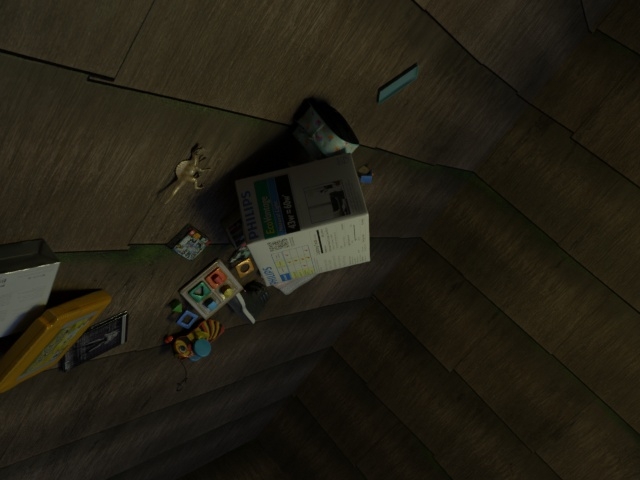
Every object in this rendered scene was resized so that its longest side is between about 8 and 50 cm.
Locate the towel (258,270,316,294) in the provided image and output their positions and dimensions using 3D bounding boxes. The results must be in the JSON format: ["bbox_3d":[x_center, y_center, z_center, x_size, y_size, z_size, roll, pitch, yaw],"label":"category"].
[{"bbox_3d":[-0.070,0.099,2.448,0.332,0.053,0.317,-33,156,1],"label":"towel"}]

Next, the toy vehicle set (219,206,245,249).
[{"bbox_3d":[-0.211,-0.096,1.964,0.267,0.035,0.166,-40,158,-13],"label":"toy vehicle set"}]

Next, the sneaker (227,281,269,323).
[{"bbox_3d":[-0.295,0.206,2.293,0.147,0.104,0.296,-57,152,-22],"label":"sneaker"}]

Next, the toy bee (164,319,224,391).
[{"bbox_3d":[-0.498,0.392,2.196,0.195,0.162,0.298,-38,-166,26],"label":"toy bee"}]

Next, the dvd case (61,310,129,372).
[{"bbox_3d":[-0.715,0.320,1.833,0.221,0.018,0.164,-26,150,-38],"label":"dvd case"}]

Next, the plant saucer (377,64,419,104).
[{"bbox_3d":[0.271,-0.552,2.037,0.192,0.018,0.067,-38,157,-19],"label":"plant saucer"}]

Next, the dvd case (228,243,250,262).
[{"bbox_3d":[-0.277,0.032,2.106,0.119,0.013,0.087,-54,156,20],"label":"dvd case"}]

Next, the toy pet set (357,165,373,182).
[{"bbox_3d":[0.188,-0.251,2.359,0.122,0.065,0.114,-36,157,-23],"label":"toy pet set"}]

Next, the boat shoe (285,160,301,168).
[{"bbox_3d":[-0.063,-0.214,1.955,0.069,0.081,0.227,-54,160,10],"label":"boat shoe"}]

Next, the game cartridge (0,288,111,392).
[{"bbox_3d":[-0.722,0.269,1.534,0.285,0.052,0.324,-47,-178,6],"label":"game cartridge"}]

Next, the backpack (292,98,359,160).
[{"bbox_3d":[0.021,-0.321,1.770,0.144,0.188,0.166,-53,158,20],"label":"backpack"}]

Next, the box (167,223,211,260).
[{"bbox_3d":[-0.409,0.008,1.809,0.094,0.027,0.137,-45,158,-2],"label":"box"}]

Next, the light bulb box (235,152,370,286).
[{"bbox_3d":[-0.044,-0.053,1.807,0.361,0.225,0.358,-13,155,-1],"label":"light bulb box"}]

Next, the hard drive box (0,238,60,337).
[{"bbox_3d":[-0.736,0.121,1.344,0.181,0.089,0.232,-14,143,-53],"label":"hard drive box"}]

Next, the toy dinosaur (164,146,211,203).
[{"bbox_3d":[-0.358,-0.176,1.565,0.092,0.053,0.183,22,105,-50],"label":"toy dinosaur"}]

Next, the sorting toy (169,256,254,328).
[{"bbox_3d":[-0.380,0.182,2.062,0.347,0.047,0.196,-41,135,-10],"label":"sorting toy"}]
